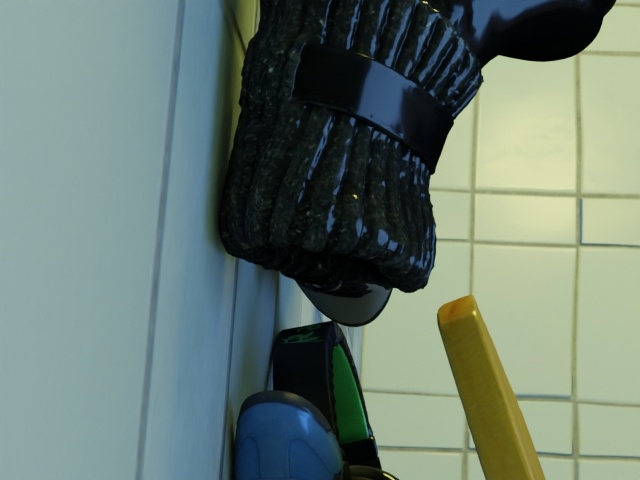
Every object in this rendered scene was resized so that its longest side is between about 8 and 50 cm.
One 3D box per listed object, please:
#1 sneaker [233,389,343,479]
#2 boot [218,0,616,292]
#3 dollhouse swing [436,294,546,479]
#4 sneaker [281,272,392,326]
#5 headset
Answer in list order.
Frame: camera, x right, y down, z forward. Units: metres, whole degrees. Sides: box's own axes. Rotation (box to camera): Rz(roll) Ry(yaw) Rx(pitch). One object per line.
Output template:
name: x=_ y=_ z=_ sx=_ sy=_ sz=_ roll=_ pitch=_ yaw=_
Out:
sneaker: x=-0.024 y=0.193 z=0.851 sx=0.082 sy=0.069 sz=0.209 roll=-75 pitch=168 yaw=-54
boot: x=0.071 y=-0.092 z=0.843 sx=0.348 sy=0.131 sz=0.260 roll=7 pitch=79 yaw=-43
dollhouse swing: x=0.068 y=0.272 z=0.908 sx=0.305 sy=0.315 sz=0.347 roll=57 pitch=-1 yaw=35
sneaker: x=0.000 y=0.000 z=0.987 sx=0.271 sy=0.100 sz=0.108 roll=74 pitch=27 yaw=-58
headset: x=0.002 y=0.270 z=1.098 sx=0.243 sy=0.185 sz=0.394 roll=28 pitch=49 yaw=-81
